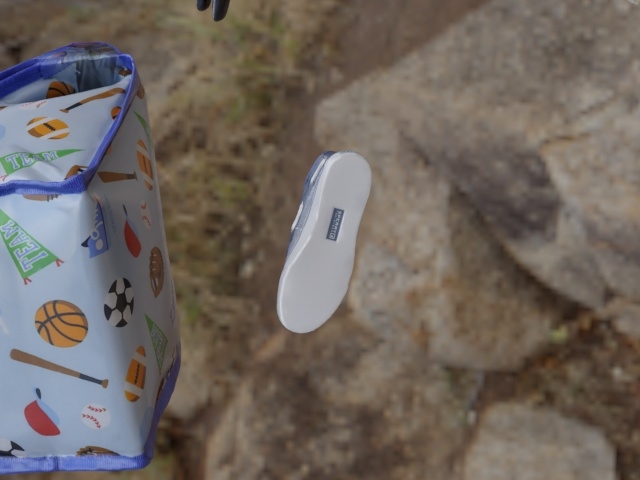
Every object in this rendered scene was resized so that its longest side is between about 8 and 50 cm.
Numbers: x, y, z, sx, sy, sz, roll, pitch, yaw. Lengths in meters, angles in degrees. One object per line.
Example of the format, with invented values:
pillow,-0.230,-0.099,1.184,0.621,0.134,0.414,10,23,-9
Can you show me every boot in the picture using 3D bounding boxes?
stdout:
boot,0.000,0.000,1.837,0.086,0.069,0.190,-161,93,-76

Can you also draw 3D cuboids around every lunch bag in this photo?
lunch bag,-0.265,0.007,1.857,0.385,0.239,0.328,-73,-21,-61

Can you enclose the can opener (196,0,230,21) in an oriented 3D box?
can opener,-0.117,-0.321,2.019,0.059,0.073,0.186,48,150,23

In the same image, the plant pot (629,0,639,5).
plant pot,0.408,-0.369,2.050,0.032,0.236,0.236,70,-159,-66
